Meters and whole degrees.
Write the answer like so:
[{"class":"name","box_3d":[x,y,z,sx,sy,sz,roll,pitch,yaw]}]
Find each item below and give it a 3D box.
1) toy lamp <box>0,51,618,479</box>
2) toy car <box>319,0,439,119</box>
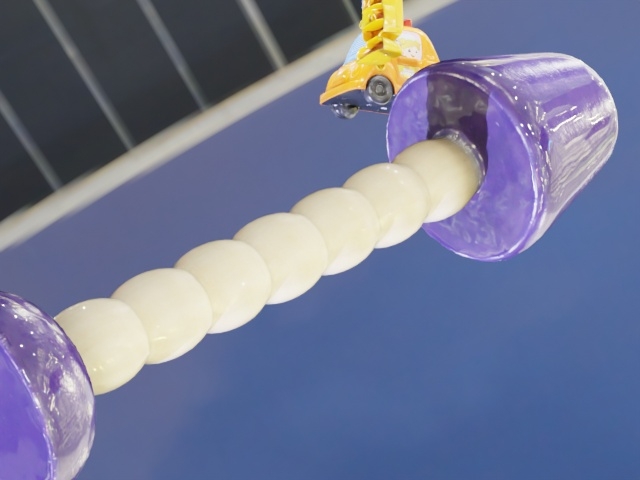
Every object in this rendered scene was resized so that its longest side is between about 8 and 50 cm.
[{"class":"toy lamp","box_3d":[0.000,0.000,0.573,0.275,0.080,0.080,-29,-152,-37]},{"class":"toy car","box_3d":[0.036,-0.075,0.649,0.060,0.040,0.122,2,170,-8]}]
